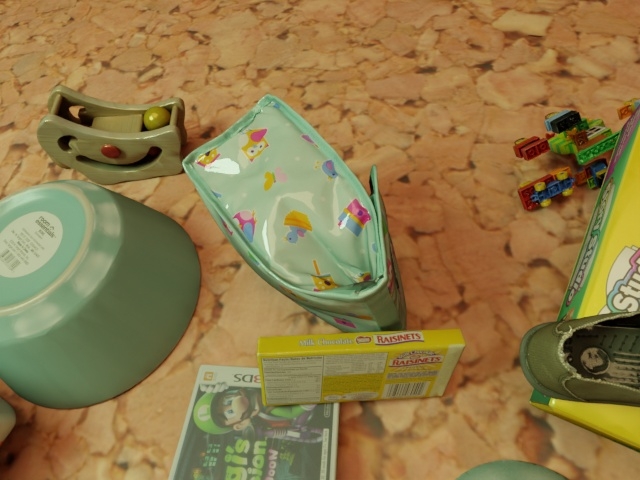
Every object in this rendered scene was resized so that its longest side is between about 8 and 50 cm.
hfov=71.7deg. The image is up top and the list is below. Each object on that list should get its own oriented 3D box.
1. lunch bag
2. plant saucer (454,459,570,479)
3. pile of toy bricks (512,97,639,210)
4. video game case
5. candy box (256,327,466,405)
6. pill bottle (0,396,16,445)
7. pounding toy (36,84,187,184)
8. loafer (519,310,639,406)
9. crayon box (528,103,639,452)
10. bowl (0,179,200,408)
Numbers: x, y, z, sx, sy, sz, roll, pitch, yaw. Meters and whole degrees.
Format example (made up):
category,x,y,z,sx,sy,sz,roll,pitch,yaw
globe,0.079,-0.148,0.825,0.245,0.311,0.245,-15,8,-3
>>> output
category,x,y,z,sx,sy,sz,roll,pitch,yaw
lunch bag,0.000,0.000,0.508,0.160,0.223,0.262,-42,62,-7
plant saucer,0.194,0.307,0.403,0.194,0.037,0.195,-5,59,8
pile of toy bricks,0.353,-0.135,0.611,0.212,0.118,0.105,-27,20,6
video game case,-0.068,0.227,0.473,0.173,0.022,0.190,2,48,5
candy box,0.039,0.136,0.468,0.205,0.105,0.027,-1,41,-5
pill bottle,-0.526,0.309,0.420,0.224,0.224,0.392,18,65,19
pounding toy,-0.349,-0.198,0.727,0.269,0.154,0.155,-7,59,5
loafer,0.296,0.097,0.346,0.251,0.087,0.094,-7,72,15
crayon box,0.427,0.058,0.427,0.313,0.106,0.363,21,79,21
bowl,-0.335,0.044,0.578,0.311,0.163,0.312,-4,60,7
